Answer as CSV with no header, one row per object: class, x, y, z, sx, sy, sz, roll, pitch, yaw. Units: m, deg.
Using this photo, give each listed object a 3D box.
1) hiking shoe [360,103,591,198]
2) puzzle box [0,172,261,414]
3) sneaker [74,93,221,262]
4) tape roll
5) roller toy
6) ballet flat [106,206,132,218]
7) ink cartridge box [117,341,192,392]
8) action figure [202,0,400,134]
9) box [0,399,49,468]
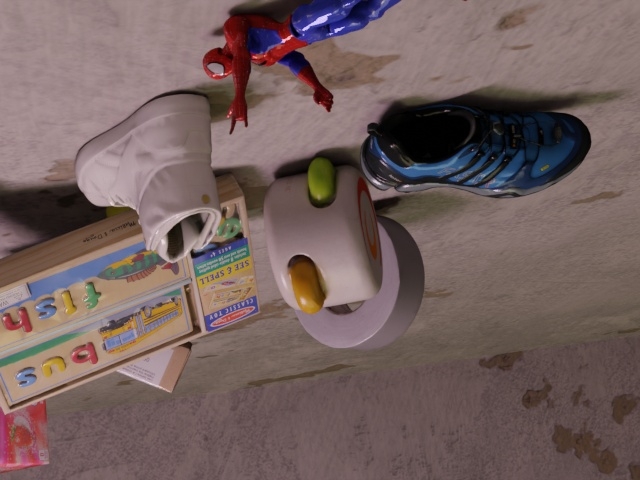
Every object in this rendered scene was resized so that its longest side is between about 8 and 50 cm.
hiking shoe,0.205,-0.117,1.630,0.304,0.113,0.132,-7,167,-7
puzzle box,-0.287,0.080,1.795,0.409,0.052,0.272,-22,143,-14
sneaker,-0.213,-0.048,1.543,0.108,0.169,0.292,-2,166,-31
tape roll,0.057,0.064,2.038,0.219,0.219,0.072,-19,163,36
roller toy,0.000,0.000,1.796,0.146,0.209,0.191,-11,172,11
ballet flat,-0.235,-0.009,1.866,0.077,0.077,0.231,-15,165,22
ink cartridge box,-0.346,0.178,2.242,0.235,0.088,0.193,24,178,-3
action figure,0.004,-0.179,1.233,0.280,0.139,0.091,-14,164,30
box,-0.580,0.248,2.216,0.142,0.299,0.154,-15,163,32
